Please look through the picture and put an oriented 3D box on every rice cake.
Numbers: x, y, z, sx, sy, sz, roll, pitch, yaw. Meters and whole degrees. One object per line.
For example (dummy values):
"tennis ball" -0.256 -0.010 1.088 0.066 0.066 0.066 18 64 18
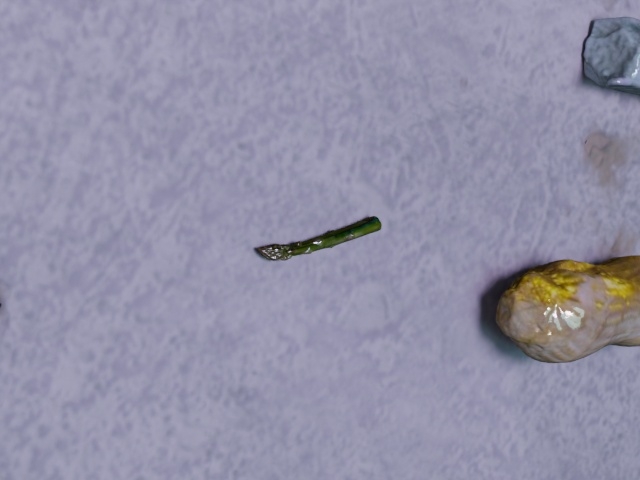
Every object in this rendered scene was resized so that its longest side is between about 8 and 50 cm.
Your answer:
"rice cake" 0.313 -0.151 1.362 0.206 0.069 0.063 8 95 -37

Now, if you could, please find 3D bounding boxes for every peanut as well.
"peanut" 0.232 0.058 1.318 0.206 0.087 0.087 -3 100 -40

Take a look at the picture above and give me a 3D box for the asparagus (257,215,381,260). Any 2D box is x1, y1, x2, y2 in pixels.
"asparagus" 0.000 0.000 1.168 0.114 0.014 0.015 -17 74 -37
